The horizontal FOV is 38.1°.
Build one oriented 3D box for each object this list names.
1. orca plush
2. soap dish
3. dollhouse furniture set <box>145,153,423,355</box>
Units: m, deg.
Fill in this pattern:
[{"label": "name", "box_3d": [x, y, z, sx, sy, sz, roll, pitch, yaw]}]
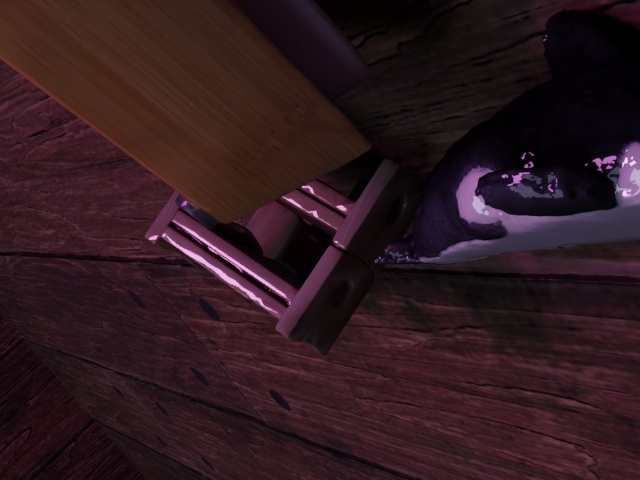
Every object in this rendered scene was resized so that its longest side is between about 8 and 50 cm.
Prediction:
[{"label": "orca plush", "box_3d": [0.125, -0.051, 0.427, 0.151, 0.102, 0.287, 3, 172, -11]}, {"label": "soap dish", "box_3d": [-0.130, -0.136, 0.495, 0.229, 0.118, 0.291, 39, 178, -38]}, {"label": "dollhouse furniture set", "box_3d": [0.000, 0.000, 0.658, 0.129, 0.129, 0.184, 32, 177, 27]}]
